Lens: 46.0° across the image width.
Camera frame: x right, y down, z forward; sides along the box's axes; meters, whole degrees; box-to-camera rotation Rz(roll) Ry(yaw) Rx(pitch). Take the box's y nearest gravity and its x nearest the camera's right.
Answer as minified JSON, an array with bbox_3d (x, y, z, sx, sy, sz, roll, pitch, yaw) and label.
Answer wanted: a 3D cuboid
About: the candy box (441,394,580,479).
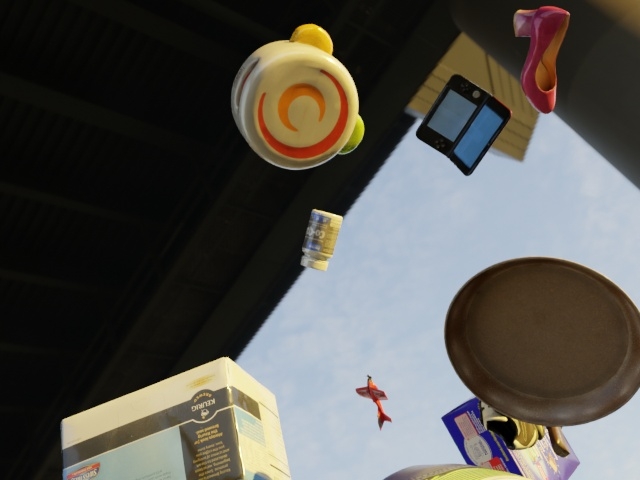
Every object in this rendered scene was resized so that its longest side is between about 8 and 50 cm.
[{"bbox_3d":[0.442,0.459,1.721,0.122,0.268,0.317,-37,-16,30],"label":"candy box"}]

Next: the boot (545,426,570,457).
[{"bbox_3d":[0.450,0.372,1.428,0.037,0.114,0.106,-34,-55,15],"label":"boot"}]

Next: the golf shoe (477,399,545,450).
[{"bbox_3d":[0.309,0.280,1.332,0.093,0.198,0.077,-13,-34,-44],"label":"golf shoe"}]

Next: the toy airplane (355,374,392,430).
[{"bbox_3d":[0.148,0.422,1.976,0.028,0.151,0.151,-17,-42,-28],"label":"toy airplane"}]

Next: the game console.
[{"bbox_3d":[0.261,-0.215,1.396,0.124,0.085,0.144,31,-70,-4],"label":"game console"}]

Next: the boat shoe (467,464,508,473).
[{"bbox_3d":[0.238,0.326,1.008,0.125,0.046,0.038,17,-94,-23],"label":"boat shoe"}]

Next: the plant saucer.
[{"bbox_3d":[0.353,0.155,1.191,0.050,0.310,0.311,-52,-12,-56],"label":"plant saucer"}]

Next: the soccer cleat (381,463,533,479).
[{"bbox_3d":[0.160,0.171,0.373,0.289,0.094,0.121,10,-10,-9],"label":"soccer cleat"}]

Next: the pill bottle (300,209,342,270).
[{"bbox_3d":[0.000,0.000,1.813,0.078,0.078,0.137,13,-88,-39],"label":"pill bottle"}]

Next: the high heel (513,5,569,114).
[{"bbox_3d":[0.475,-0.363,1.546,0.082,0.117,0.244,-35,-57,-26],"label":"high heel"}]

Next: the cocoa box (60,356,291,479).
[{"bbox_3d":[-0.257,0.403,1.364,0.347,0.228,0.231,-22,-35,10],"label":"cocoa box"}]

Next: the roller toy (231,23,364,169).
[{"bbox_3d":[-0.046,-0.223,1.216,0.191,0.146,0.209,-22,-66,-6],"label":"roller toy"}]
